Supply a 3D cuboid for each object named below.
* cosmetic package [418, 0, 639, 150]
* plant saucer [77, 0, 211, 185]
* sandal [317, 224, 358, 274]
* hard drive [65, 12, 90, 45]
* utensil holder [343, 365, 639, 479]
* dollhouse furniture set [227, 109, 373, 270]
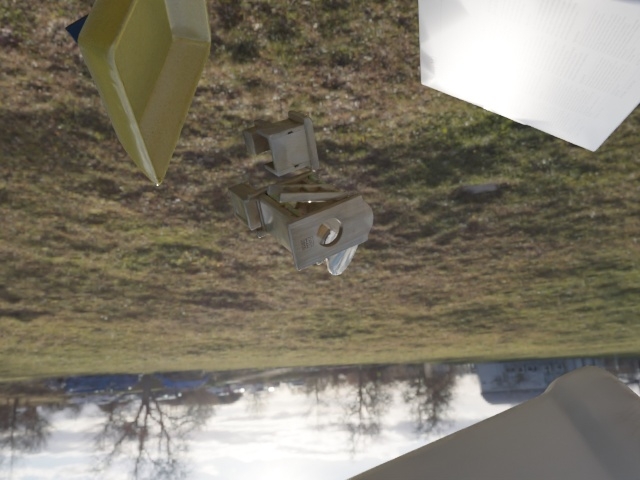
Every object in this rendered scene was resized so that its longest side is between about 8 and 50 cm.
[{"bbox_3d":[0.266,-0.257,0.710,0.285,0.097,0.377,24,176,13],"label":"cosmetic package"},{"bbox_3d":[-0.264,-0.306,0.894,0.081,0.332,0.332,12,156,1],"label":"plant saucer"},{"bbox_3d":[0.004,-0.006,0.982,0.079,0.088,0.240,32,178,16],"label":"sandal"},{"bbox_3d":[-0.406,-0.366,1.101,0.094,0.022,0.135,-16,126,25],"label":"hard drive"},{"bbox_3d":[0.085,0.312,0.387,0.386,0.327,0.327,-26,165,8],"label":"utensil holder"},{"bbox_3d":[-0.037,-0.086,0.666,0.101,0.160,0.182,-23,-148,-22],"label":"dollhouse furniture set"}]
